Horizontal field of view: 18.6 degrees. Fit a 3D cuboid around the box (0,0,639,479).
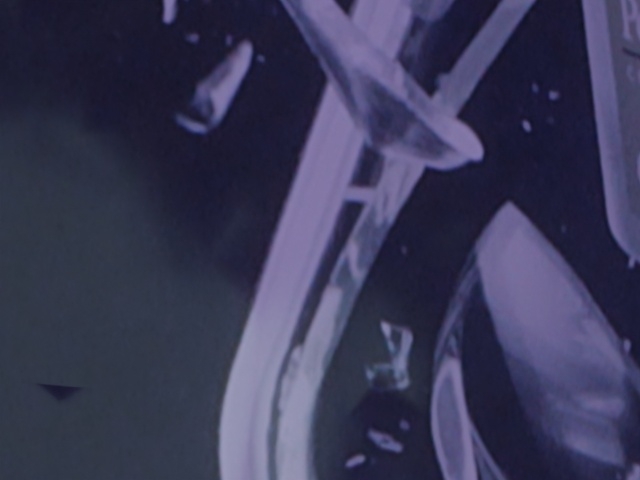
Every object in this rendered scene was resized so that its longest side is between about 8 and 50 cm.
[{"bbox_3d":[0.000,0.000,0.611,0.480,0.297,0.471,7,78,-19],"label":"box"}]
